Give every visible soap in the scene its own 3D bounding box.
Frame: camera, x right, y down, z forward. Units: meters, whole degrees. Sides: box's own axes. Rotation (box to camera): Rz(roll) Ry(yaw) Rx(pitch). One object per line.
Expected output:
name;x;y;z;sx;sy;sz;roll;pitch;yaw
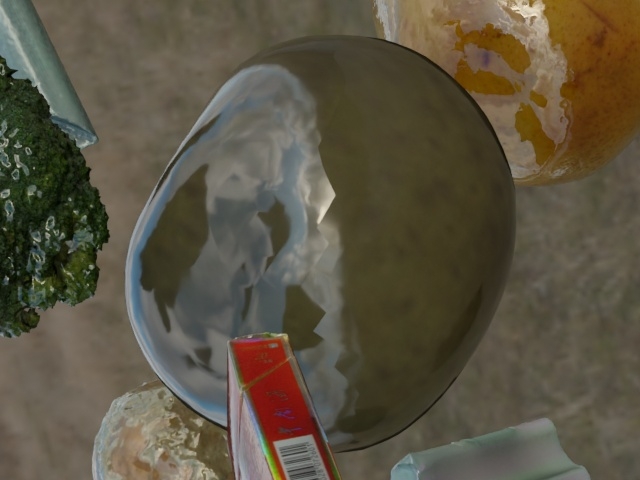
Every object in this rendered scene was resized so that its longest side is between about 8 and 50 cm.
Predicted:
soap;0.182;0.326;2.060;0.115;0.347;0.208;50;123;25

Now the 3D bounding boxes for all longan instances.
longan;0.000;0.000;1.509;0.361;0.361;0.361;167;90;-75

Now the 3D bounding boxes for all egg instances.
egg;-0.142;0.233;1.827;0.233;0.195;0.195;-13;90;56

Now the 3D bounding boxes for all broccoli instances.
broccoli;-0.347;-0.020;1.453;0.321;0.304;0.283;44;169;2

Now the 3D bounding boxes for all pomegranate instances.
pomegranate;0.260;-0.263;2.193;0.416;0.416;0.417;167;90;-75

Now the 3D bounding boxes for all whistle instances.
whistle;-0.301;-0.220;1.652;0.312;0.062;0.062;64;164;0

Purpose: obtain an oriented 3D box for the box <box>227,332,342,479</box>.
box;-0.025;0.161;1.206;0.175;0.048;0.112;-114;19;-49
